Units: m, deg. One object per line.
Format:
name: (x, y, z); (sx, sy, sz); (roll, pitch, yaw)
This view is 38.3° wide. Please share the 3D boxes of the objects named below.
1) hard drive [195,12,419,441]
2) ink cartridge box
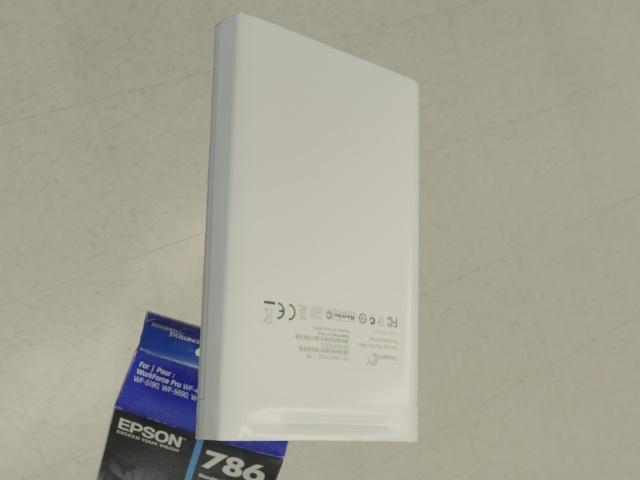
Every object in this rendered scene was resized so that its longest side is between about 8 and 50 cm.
hard drive: (0.000, 0.000, 0.721); (0.203, 0.040, 0.307); (12, 74, -41)
ink cartridge box: (-0.132, 0.232, 0.891); (0.165, 0.065, 0.333); (17, 121, -3)
